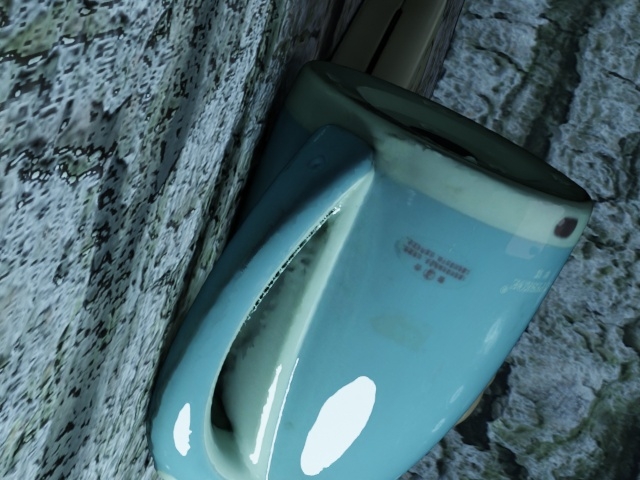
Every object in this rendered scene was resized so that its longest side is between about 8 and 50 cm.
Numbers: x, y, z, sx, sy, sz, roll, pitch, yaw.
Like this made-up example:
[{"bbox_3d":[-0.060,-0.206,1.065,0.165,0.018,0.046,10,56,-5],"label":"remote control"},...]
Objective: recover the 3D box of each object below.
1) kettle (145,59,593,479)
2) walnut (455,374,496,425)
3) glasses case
[{"bbox_3d":[0.004,0.060,1.160,0.319,0.247,0.342,9,112,-54],"label":"kettle"},{"bbox_3d":[0.076,0.095,1.695,0.227,0.273,0.273,1,110,-61],"label":"walnut"},{"bbox_3d":[0.041,-0.128,1.472,0.336,0.076,0.144,-65,172,-50],"label":"glasses case"}]
